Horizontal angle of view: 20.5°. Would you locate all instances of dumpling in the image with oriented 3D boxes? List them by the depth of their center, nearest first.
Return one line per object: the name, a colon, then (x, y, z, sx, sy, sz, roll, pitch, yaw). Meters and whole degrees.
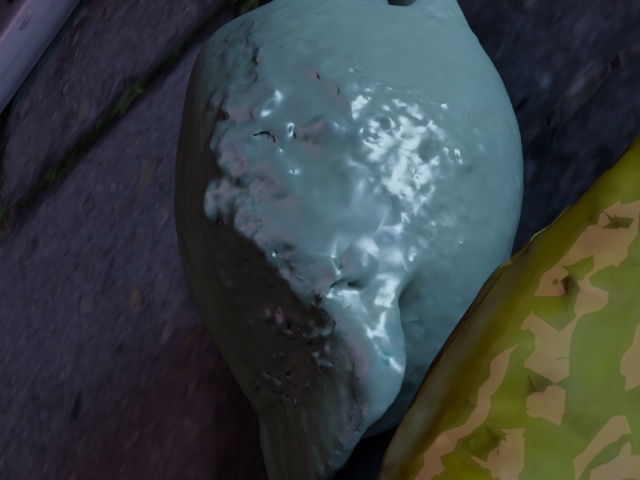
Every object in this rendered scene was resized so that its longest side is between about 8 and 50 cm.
dumpling: (-0.008, -0.009, 0.577, 0.152, 0.108, 0.219, -35, 33, 38)

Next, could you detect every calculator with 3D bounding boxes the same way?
calculator: (-0.180, -0.143, 1.080, 0.175, 0.032, 0.100, -53, 28, 12)

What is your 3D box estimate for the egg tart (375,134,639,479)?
egg tart: (0.119, 0.069, 0.277, 0.315, 0.120, 0.315, -41, 31, 31)
